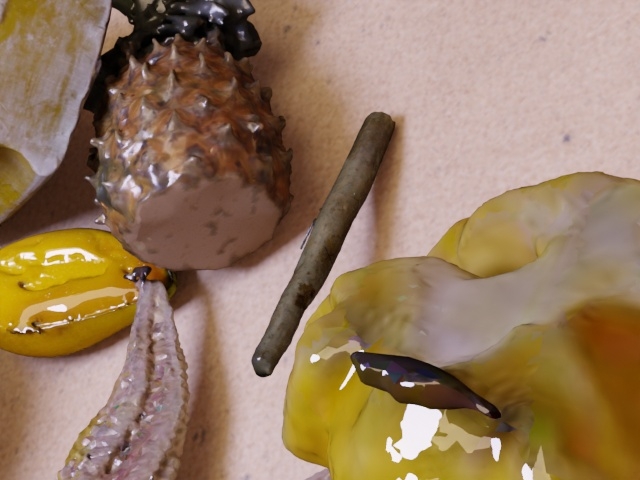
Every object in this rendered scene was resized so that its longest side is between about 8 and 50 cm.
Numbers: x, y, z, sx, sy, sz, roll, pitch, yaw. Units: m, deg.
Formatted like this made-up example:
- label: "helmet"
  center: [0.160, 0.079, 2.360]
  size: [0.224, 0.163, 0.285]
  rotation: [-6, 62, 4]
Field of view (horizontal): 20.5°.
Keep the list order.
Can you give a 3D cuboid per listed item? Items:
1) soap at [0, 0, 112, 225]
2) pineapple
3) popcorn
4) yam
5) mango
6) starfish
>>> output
- label: "soap"
  center: [-0.246, -0.099, 1.330]
  size: [0.274, 0.089, 0.173]
  rotation: [-26, 48, 65]
- label: "pineapple"
  center: [-0.115, -0.121, 1.306]
  size: [0.170, 0.141, 0.310]
  rotation: [-37, 47, 26]
- label: "popcorn"
  center: [0.136, 0.107, 0.934]
  size: [0.316, 0.281, 0.297]
  rotation: [-3, 38, 1]
- label: "yam"
  center: [0.001, 0.000, 1.184]
  size: [0.029, 0.027, 0.234]
  rotation: [19, 53, 11]
- label: "mango"
  center: [-0.186, 0.037, 1.316]
  size: [0.187, 0.066, 0.101]
  rotation: [-10, 52, 23]
- label: "starfish"
  center: [-0.143, 0.186, 1.099]
  size: [0.398, 0.132, 0.384]
  rotation: [11, 52, 46]
